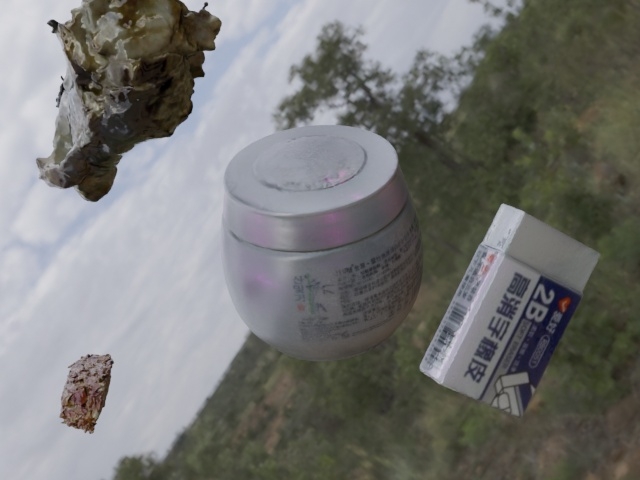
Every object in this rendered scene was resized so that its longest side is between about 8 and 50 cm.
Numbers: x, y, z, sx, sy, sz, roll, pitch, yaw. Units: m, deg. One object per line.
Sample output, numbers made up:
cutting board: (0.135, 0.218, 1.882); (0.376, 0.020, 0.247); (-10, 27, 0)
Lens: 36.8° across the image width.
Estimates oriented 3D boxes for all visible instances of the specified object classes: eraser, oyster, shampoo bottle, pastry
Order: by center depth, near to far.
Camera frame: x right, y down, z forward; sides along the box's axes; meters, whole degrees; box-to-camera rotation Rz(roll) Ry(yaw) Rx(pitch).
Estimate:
eraser: (0.213, 0.080, 1.080); (0.210, 0.125, 0.068); (-63, 22, 2)
oyster: (-0.266, -0.176, 1.184); (0.337, 0.198, 0.133); (-42, 36, 39)
pastry: (-0.310, 0.197, 1.261); (0.169, 0.063, 0.087); (-141, 65, -80)
shampoo bottle: (0.000, 0.000, 1.296); (0.273, 0.273, 0.266); (-53, -37, -49)
